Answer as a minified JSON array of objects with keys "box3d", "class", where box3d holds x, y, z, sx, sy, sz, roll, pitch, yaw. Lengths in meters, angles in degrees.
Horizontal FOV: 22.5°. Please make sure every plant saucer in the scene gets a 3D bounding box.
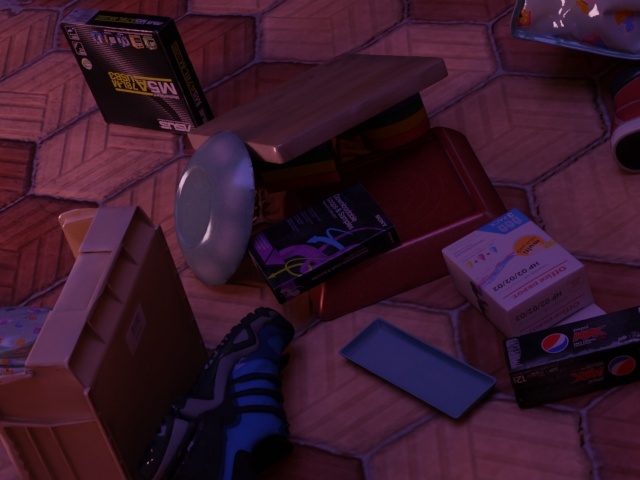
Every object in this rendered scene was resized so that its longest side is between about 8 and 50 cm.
[{"box3d":[0.086,-0.037,1.970,0.259,0.048,0.258,-21,37,0],"class":"plant saucer"},{"box3d":[-0.141,-0.041,1.977,0.037,0.195,0.195,5,26,-29],"class":"plant saucer"},{"box3d":[0.106,0.142,1.762,0.067,0.018,0.192,-40,40,-23],"class":"plant saucer"}]

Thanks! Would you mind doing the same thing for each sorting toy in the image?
[{"box3d":[0.004,-0.143,2.045,0.257,0.089,0.255,-29,20,-23],"class":"sorting toy"}]

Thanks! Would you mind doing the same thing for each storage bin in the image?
[{"box3d":[-0.237,0.139,1.736,0.123,0.260,0.262,-2,41,18],"class":"storage bin"}]

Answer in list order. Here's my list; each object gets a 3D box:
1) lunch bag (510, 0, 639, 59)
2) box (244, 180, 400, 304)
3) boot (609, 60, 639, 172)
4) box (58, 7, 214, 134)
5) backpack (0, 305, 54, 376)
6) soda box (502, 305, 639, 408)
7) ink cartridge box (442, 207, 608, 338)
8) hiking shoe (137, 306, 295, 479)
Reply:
[{"box3d":[0.403,-0.322,2.045,0.262,0.160,0.223,12,24,28],"class":"lunch bag"},{"box3d":[0.000,0.000,1.902,0.162,0.029,0.116,-27,37,-8],"class":"box"},{"box3d":[0.467,-0.180,1.932,0.244,0.088,0.176,-12,36,19],"class":"boot"},{"box3d":[-0.258,-0.237,2.270,0.190,0.184,0.045,11,46,34],"class":"box"},{"box3d":[-0.375,0.142,1.909,0.182,0.115,0.152,1,33,17],"class":"backpack"},{"box3d":[0.278,0.119,1.670,0.169,0.060,0.053,-14,39,8],"class":"soda box"},{"box3d":[0.228,0.048,1.781,0.104,0.061,0.181,-30,38,-11],"class":"ink cartridge box"},{"box3d":[-0.084,0.191,1.744,0.132,0.113,0.304,34,38,2],"class":"hiking shoe"}]
